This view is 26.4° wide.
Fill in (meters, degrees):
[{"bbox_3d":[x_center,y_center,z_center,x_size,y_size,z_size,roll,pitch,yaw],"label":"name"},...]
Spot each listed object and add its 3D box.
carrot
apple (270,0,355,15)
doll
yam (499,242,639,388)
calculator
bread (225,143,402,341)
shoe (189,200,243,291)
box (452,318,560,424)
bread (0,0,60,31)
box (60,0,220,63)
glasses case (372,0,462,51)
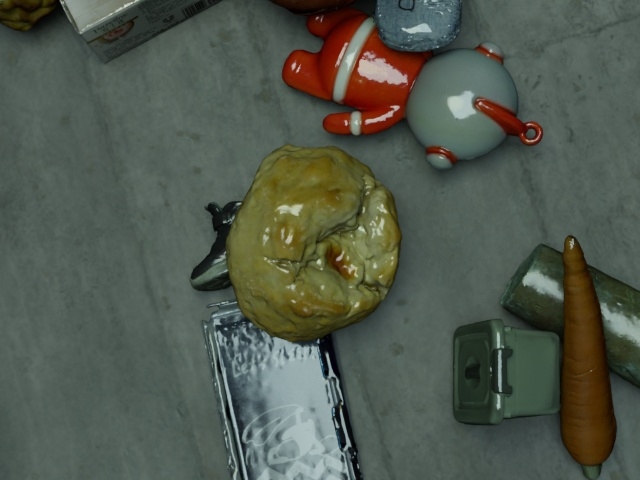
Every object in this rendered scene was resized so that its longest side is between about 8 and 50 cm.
[{"bbox_3d":[0.310,0.141,1.602,0.069,0.069,0.336,-7,115,3],"label":"carrot"},{"bbox_3d":[-0.012,-0.410,1.660,0.251,0.206,0.272,-37,35,25],"label":"apple"},{"bbox_3d":[0.124,-0.194,1.714,0.336,0.105,0.200,23,82,14],"label":"doll"},{"bbox_3d":[0.349,0.101,1.650,0.259,0.106,0.106,30,85,8],"label":"yam"},{"bbox_3d":[-0.049,0.198,1.705,0.166,0.028,0.274,-12,80,5],"label":"calculator"},{"bbox_3d":[0.000,0.000,1.631,0.244,0.134,0.244,-2,94,-33],"label":"bread"},{"bbox_3d":[-0.108,-0.011,1.718,0.169,0.071,0.099,-37,78,-6],"label":"shoe"},{"bbox_3d":[0.223,0.159,1.625,0.093,0.172,0.124,3,84,-11],"label":"box"},{"bbox_3d":[-0.403,-0.379,1.752,0.181,0.096,0.222,-46,66,-1],"label":"bread"},{"bbox_3d":[-0.222,-0.318,1.734,0.199,0.135,0.081,-30,80,-1],"label":"box"},{"bbox_3d":[0.127,-0.353,1.712,0.109,0.067,0.282,3,61,5],"label":"glasses case"}]
